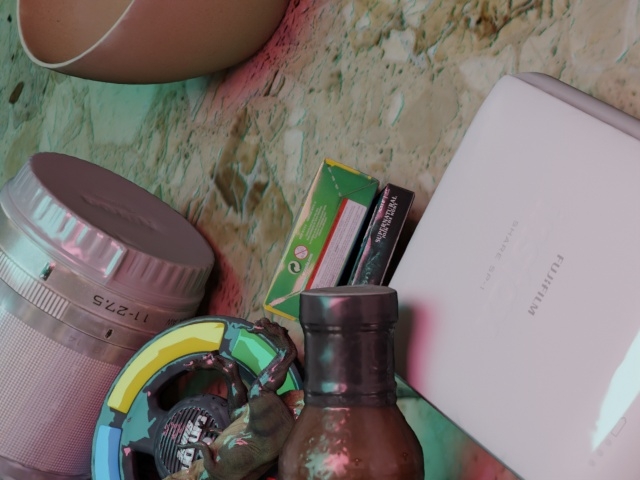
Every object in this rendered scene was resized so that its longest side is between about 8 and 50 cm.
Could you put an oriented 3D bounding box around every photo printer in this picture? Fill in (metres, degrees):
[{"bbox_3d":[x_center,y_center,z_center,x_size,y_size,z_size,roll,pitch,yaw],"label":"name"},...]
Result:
[{"bbox_3d":[0.182,0.042,1.259,0.307,0.107,0.256,38,104,54],"label":"photo printer"}]

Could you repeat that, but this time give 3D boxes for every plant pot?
[{"bbox_3d":[-0.139,-0.266,1.782,0.284,0.191,0.284,-29,51,42],"label":"plant pot"}]

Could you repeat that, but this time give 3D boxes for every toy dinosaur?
[{"bbox_3d":[-0.047,0.132,1.495,0.268,0.064,0.118,-29,81,17],"label":"toy dinosaur"}]

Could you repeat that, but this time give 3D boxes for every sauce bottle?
[{"bbox_3d":[0.021,0.205,1.298,0.111,0.111,0.344,1,95,54],"label":"sauce bottle"}]

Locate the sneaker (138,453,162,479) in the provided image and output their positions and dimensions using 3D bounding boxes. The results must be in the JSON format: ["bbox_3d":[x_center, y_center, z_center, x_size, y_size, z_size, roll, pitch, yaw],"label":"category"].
[{"bbox_3d":[-0.188,0.280,1.666,0.082,0.069,0.209,-1,72,58],"label":"sneaker"}]

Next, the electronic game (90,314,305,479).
[{"bbox_3d":[-0.103,0.176,1.572,0.229,0.048,0.229,-11,68,29],"label":"electronic game"}]

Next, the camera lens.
[{"bbox_3d":[-0.251,0.083,1.720,0.274,0.219,0.219,-59,36,14],"label":"camera lens"}]

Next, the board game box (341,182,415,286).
[{"bbox_3d":[0.036,0.024,1.450,0.186,0.026,0.126,115,176,-86],"label":"board game box"}]

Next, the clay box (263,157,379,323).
[{"bbox_3d":[0.000,0.000,1.509,0.222,0.053,0.127,-68,1,-88],"label":"clay box"}]
